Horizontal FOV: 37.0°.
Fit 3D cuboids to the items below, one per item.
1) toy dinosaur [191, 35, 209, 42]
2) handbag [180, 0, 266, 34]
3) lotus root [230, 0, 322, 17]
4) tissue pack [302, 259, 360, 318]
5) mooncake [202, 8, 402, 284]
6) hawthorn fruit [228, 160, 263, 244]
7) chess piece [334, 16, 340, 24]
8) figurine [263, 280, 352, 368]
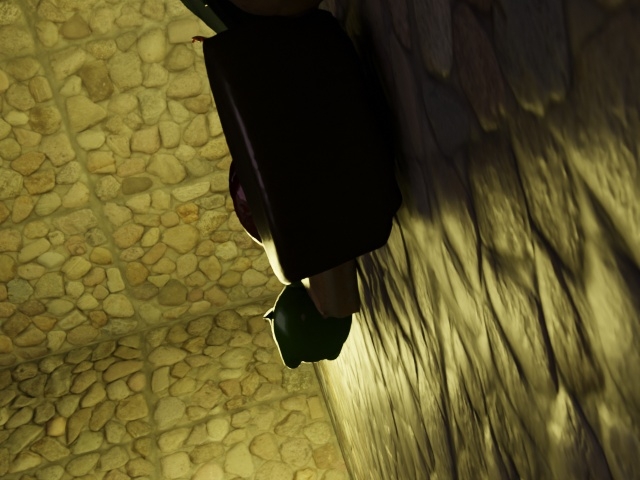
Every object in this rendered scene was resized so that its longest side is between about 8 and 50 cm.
[{"bbox_3d":[-0.141,-0.301,1.726,0.288,0.070,0.117,-5,-76,-61],"label":"toy dinosaur"},{"bbox_3d":[-0.173,-0.390,1.427,0.326,0.089,0.238,46,-177,41],"label":"handbag"},{"bbox_3d":[-0.065,-0.371,0.866,0.169,0.151,0.343,-115,9,-61],"label":"lotus root"},{"bbox_3d":[0.000,0.000,1.573,0.222,0.090,0.186,79,171,-48],"label":"tissue pack"},{"bbox_3d":[-0.018,-0.106,1.044,0.284,0.155,0.284,161,90,-85],"label":"mooncake"},{"bbox_3d":[-0.027,-0.050,1.339,0.235,0.181,0.181,64,-179,-28],"label":"hawthorn fruit"},{"bbox_3d":[0.008,-0.243,1.120,0.092,0.035,0.035,165,90,-81],"label":"chess piece"},{"bbox_3d":[-0.022,0.104,1.761,0.143,0.162,0.263,20,115,57],"label":"figurine"}]
